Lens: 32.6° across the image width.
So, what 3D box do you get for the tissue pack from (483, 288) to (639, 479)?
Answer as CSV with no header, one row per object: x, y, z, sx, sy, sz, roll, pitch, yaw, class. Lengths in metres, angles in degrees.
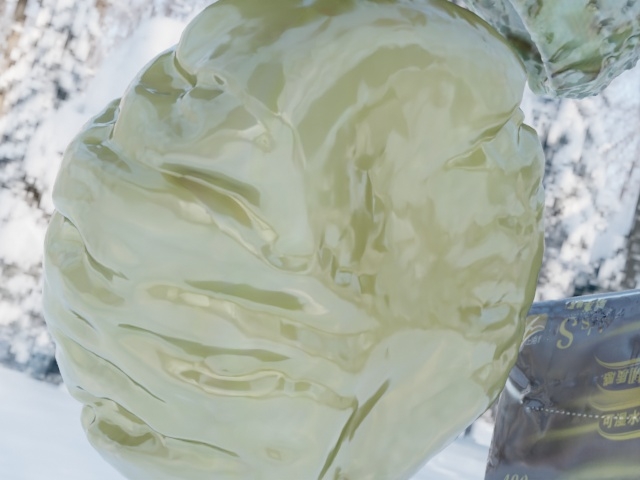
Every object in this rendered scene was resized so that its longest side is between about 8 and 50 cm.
0.326,0.152,0.855,0.198,0.210,0.370,28,-24,-28,tissue pack

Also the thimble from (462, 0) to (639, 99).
0.161,-0.185,0.671,0.190,0.143,0.137,54,1,-23,thimble

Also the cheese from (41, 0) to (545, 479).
0.000,0.000,0.441,0.226,0.214,0.117,-30,40,-35,cheese
